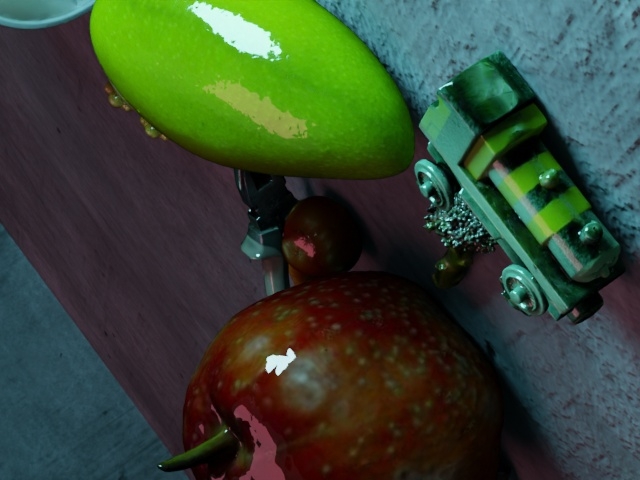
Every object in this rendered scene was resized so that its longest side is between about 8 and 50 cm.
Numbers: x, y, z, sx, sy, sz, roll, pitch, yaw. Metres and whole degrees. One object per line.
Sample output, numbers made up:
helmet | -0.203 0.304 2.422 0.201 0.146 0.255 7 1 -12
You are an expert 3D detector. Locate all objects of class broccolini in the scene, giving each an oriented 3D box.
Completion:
broccolini | 0.113 0.010 1.578 0.067 0.058 0.216 49 163 9

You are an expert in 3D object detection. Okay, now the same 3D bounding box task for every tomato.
tomato | 0.000 0.000 1.842 0.087 0.075 0.087 45 157 25

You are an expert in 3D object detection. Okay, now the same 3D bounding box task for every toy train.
toy train | 0.151 -0.032 1.355 0.200 0.083 0.132 51 160 11

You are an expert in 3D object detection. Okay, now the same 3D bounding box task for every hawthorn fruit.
hawthorn fruit | -0.002 0.178 1.725 0.285 0.369 0.284 9 101 49

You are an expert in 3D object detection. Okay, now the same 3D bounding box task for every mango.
mango | -0.058 -0.143 1.574 0.343 0.156 0.192 31 151 31

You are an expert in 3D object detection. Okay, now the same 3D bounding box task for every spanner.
spanner | -0.033 0.013 1.919 0.040 0.096 0.325 36 156 47

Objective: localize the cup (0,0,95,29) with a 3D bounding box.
cup | -0.318 -0.363 1.808 0.323 0.237 0.327 28 -173 -47

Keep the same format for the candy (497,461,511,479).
candy | 0.089 0.216 1.983 0.312 0.088 0.061 32 110 55

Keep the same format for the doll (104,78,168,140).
doll | -0.152 -0.193 1.808 0.141 0.117 0.296 45 163 4

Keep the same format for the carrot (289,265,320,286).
carrot | -0.007 0.060 2.057 0.037 0.037 0.190 43 163 35
